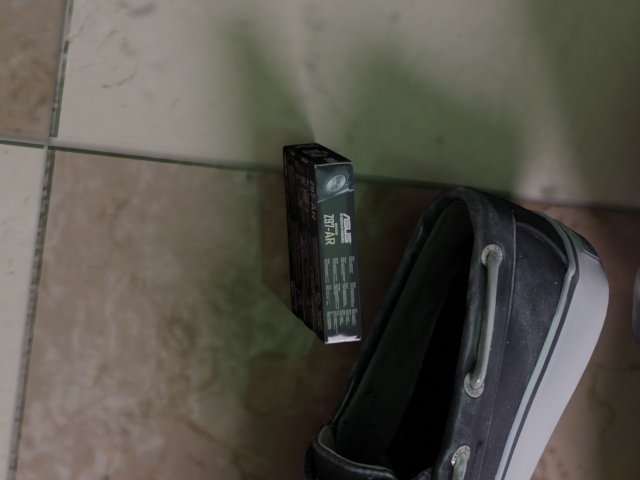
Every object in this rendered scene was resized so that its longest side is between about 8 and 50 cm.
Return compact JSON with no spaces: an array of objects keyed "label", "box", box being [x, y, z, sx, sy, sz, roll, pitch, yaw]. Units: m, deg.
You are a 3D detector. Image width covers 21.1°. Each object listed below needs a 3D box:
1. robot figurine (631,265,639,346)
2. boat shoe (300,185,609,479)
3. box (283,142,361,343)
[{"label":"robot figurine","box":[0.305,-0.048,0.794,0.353,0.200,0.300,-42,76,-4]},{"label":"boat shoe","box":[0.034,0.121,0.793,0.102,0.108,0.301,23,92,-40]},{"label":"box","box":[0.000,0.000,0.797,0.018,0.067,0.083,-6,101,-13]}]
